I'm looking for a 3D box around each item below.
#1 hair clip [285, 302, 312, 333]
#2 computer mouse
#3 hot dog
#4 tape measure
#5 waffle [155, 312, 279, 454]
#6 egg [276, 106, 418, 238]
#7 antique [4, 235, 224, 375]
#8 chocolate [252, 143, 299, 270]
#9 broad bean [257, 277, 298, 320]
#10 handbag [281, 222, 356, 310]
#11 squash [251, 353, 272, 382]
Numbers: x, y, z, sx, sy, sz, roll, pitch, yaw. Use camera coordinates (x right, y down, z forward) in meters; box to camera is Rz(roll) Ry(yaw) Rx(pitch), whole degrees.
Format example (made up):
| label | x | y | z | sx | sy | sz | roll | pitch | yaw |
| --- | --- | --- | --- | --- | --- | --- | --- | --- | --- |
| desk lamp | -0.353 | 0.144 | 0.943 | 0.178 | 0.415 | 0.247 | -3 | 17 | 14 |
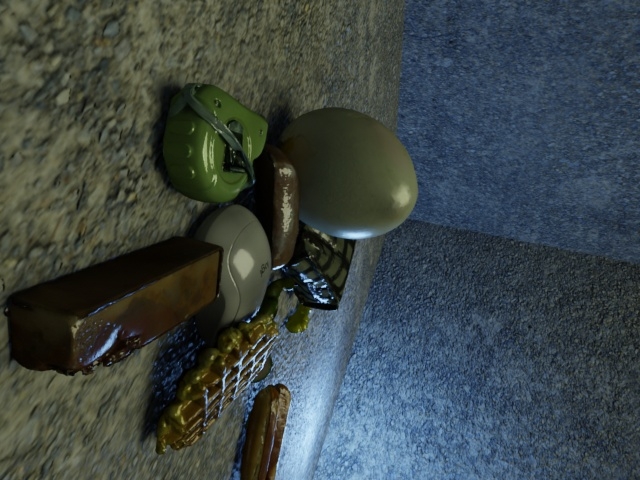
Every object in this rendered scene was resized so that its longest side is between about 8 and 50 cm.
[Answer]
| label | x | y | z | sx | sy | sz | roll | pitch | yaw |
| --- | --- | --- | --- | --- | --- | --- | --- | --- | --- |
| hair clip | -0.063 | 0.249 | 1.460 | 0.173 | 0.072 | 0.046 | -53 | 142 | -67 |
| computer mouse | -0.156 | 0.075 | 0.863 | 0.184 | 0.121 | 0.297 | -58 | 155 | -56 |
| hot dog | -0.168 | 0.573 | 1.281 | 0.135 | 0.100 | 0.337 | 8 | 93 | -67 |
| tape measure | -0.158 | -0.144 | 0.689 | 0.200 | 0.106 | 0.175 | 18 | 81 | -74 |
| waffle | -0.185 | 0.265 | 0.856 | 0.301 | 0.058 | 0.282 | -23 | 144 | -61 |
| egg | 0.060 | -0.143 | 1.019 | 0.283 | 0.345 | 0.283 | -32 | 143 | -28 |
| antique | -0.242 | 0.075 | 0.598 | 0.310 | 0.087 | 0.093 | -37 | 139 | -70 |
| chocolate | -0.084 | -0.069 | 0.927 | 0.161 | 0.083 | 0.261 | -127 | -145 | -53 |
| broad bean | -0.131 | 0.166 | 1.150 | 0.213 | 0.070 | 0.048 | -52 | 144 | -41 |
| handbag | 0.000 | 0.000 | 1.341 | 0.327 | 0.162 | 0.325 | 63 | 37 | -56 |
| squash | -0.162 | 0.267 | 1.099 | 0.132 | 0.105 | 0.105 | -90 | -172 | -77 |
